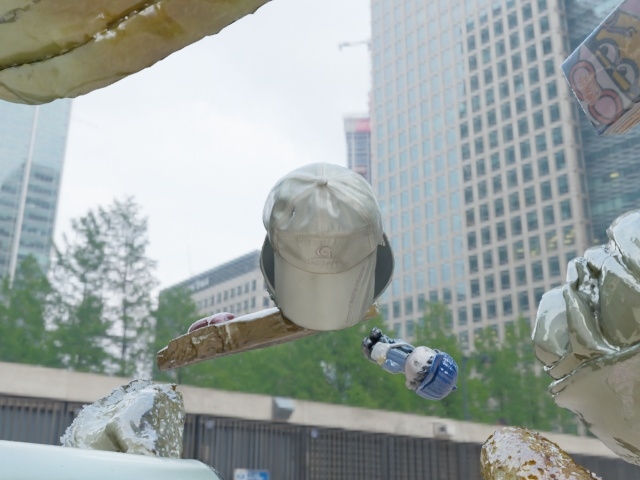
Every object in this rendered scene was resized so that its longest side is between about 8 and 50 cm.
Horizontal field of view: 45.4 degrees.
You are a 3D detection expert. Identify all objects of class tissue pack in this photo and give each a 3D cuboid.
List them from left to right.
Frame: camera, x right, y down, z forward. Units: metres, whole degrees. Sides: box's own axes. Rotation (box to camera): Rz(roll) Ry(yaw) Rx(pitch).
[{"bbox_3d":[0.374,-0.215,0.909,0.065,0.115,0.155,-5,-26,-29],"label":"tissue pack"}]

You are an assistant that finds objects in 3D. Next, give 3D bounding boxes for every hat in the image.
[{"bbox_3d":[0.000,0.009,1.243,0.232,0.274,0.161,2,-3,11],"label":"hat"}]

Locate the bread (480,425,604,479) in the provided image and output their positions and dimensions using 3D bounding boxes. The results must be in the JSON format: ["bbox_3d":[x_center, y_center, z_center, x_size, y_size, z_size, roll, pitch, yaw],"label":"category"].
[{"bbox_3d":[0.178,0.188,0.480,0.064,0.193,0.193,-47,-34,7],"label":"bread"}]

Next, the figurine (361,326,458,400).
[{"bbox_3d":[0.133,0.187,1.154,0.149,0.086,0.087,19,-49,30],"label":"figurine"}]

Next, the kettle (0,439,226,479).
[{"bbox_3d":[-0.230,0.279,0.597,0.377,0.249,0.361,17,-20,-38],"label":"kettle"}]

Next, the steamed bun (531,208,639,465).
[{"bbox_3d":[0.388,0.099,0.953,0.220,0.309,0.324,15,-41,11],"label":"steamed bun"}]

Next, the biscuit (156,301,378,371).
[{"bbox_3d":[-0.096,0.164,1.475,0.394,0.076,0.368,-6,-12,-46],"label":"biscuit"}]

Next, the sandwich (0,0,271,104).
[{"bbox_3d":[-0.121,-0.199,0.433,0.301,0.271,0.099,34,-30,43],"label":"sandwich"}]

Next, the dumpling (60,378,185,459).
[{"bbox_3d":[-0.230,0.245,0.961,0.166,0.086,0.332,26,14,-24],"label":"dumpling"}]
